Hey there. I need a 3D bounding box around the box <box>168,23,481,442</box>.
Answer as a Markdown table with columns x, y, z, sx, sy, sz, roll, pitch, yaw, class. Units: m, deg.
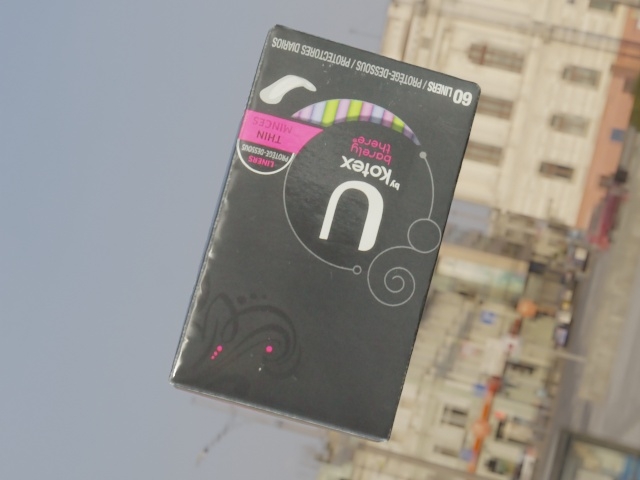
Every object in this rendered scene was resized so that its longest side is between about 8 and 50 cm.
| x | y | z | sx | sy | sz | roll | pitch | yaw | class |
| --- | --- | --- | --- | --- | --- | --- | --- | --- | --- |
| 0.000 | 0.000 | 1.042 | 0.143 | 0.165 | 0.270 | 132 | 153 | -83 | box |
